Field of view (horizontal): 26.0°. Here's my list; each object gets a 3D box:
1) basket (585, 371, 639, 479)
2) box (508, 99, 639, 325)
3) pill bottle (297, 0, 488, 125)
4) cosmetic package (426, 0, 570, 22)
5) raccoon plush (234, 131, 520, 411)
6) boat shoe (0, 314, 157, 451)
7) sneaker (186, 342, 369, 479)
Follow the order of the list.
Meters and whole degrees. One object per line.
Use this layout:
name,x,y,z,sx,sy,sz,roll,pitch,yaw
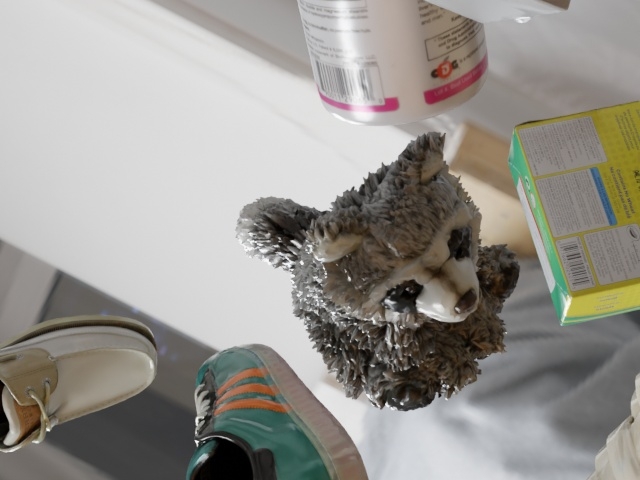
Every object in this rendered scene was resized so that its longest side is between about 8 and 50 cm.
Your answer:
basket,0.228,0.100,0.466,0.289,0.255,0.201,-59,32,27
box,0.198,-0.026,0.722,0.043,0.179,0.105,84,173,-65
pill bottle,0.051,-0.258,1.212,0.160,0.160,0.283,-64,-33,-53
cosmetic package,0.050,-0.227,0.904,0.127,0.238,0.107,13,89,67
raccoon plush,0.000,0.000,1.431,0.216,0.446,0.299,-57,-40,-22
boat shoe,-0.298,0.155,1.350,0.103,0.302,0.113,-128,31,-56
sneaker,-0.070,0.171,1.192,0.302,0.121,0.108,-151,50,-64
